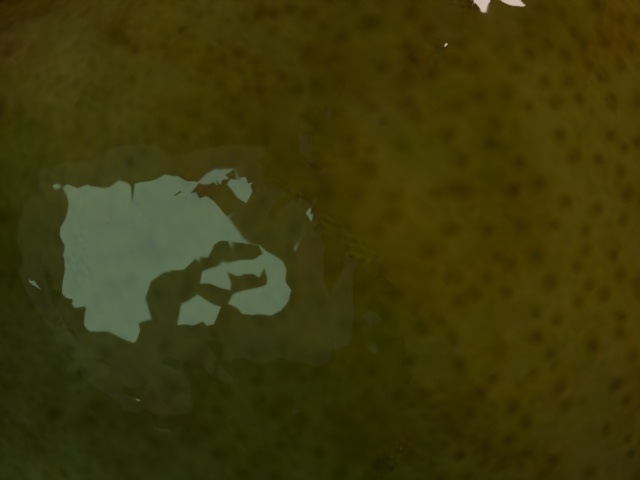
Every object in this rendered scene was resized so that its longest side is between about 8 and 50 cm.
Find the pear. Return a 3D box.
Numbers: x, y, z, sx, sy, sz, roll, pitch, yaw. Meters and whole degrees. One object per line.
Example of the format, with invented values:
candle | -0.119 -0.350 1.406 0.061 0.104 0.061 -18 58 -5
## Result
pear | 0.000 0.000 0.542 0.304 0.304 0.304 4 101 24
